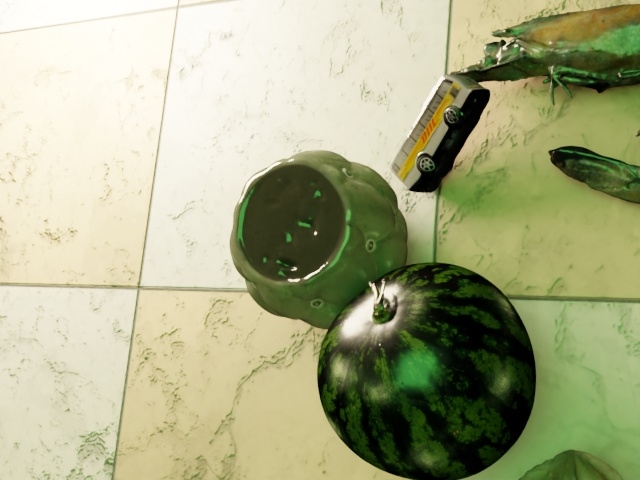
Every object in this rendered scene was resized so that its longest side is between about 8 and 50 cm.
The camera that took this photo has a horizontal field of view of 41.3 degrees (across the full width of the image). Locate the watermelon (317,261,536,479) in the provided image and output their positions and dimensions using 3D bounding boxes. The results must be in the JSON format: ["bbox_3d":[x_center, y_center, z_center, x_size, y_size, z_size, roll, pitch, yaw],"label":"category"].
[{"bbox_3d":[0.128,0.162,1.030,0.268,0.269,0.269,-7,74,24],"label":"watermelon"}]

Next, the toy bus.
[{"bbox_3d":[0.162,-0.147,1.161,0.072,0.057,0.172,46,125,27],"label":"toy bus"}]

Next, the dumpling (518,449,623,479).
[{"bbox_3d":[0.263,0.371,0.972,0.243,0.175,0.227,-45,32,-6],"label":"dumpling"}]

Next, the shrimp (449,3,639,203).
[{"bbox_3d":[0.372,-0.180,1.101,0.444,0.085,0.272,8,86,24],"label":"shrimp"}]

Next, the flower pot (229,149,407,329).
[{"bbox_3d":[0.000,0.000,1.158,0.246,0.195,0.246,-6,74,23],"label":"flower pot"}]
